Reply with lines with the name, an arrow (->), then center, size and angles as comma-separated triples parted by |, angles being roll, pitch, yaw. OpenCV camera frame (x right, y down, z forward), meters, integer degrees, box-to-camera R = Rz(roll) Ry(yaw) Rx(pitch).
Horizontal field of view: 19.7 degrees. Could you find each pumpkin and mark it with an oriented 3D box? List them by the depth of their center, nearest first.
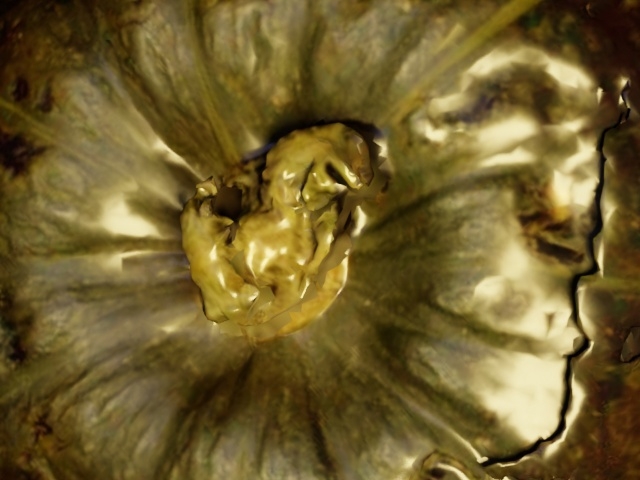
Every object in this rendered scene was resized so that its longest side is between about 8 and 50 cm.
pumpkin -> -0.001, -0.001, 0.486 | 0.238, 0.159, 0.238 | -4, 78, 18
